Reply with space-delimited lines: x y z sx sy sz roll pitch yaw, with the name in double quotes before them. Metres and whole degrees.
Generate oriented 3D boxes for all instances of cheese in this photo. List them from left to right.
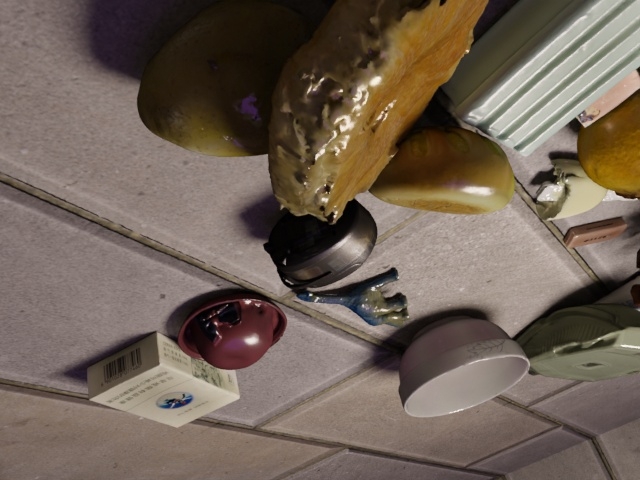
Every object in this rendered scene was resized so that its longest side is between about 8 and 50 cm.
"cheese" 0.459 -0.085 1.099 0.235 0.049 0.127 -4 142 -22

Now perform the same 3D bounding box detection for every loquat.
"loquat" 0.457 -0.149 0.927 0.172 0.149 0.204 -1 114 12

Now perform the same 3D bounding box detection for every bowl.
"bowl" 0.298 0.265 1.444 0.287 0.143 0.287 -12 146 -8

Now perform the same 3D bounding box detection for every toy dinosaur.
"toy dinosaur" 0.073 0.132 1.242 0.188 0.075 0.247 -13 152 7

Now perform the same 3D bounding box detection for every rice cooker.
"rice cooker" 0.000 0.000 0.954 0.165 0.112 0.106 -28 140 11

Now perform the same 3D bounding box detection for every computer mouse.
"computer mouse" 0.627 0.234 1.543 0.228 0.145 0.429 16 155 -20

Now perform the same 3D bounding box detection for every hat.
"hat" -0.151 0.174 1.155 0.206 0.089 0.205 -12 145 -8

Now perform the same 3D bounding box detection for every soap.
"soap" 0.292 -0.231 0.777 0.160 0.087 0.265 17 133 -40

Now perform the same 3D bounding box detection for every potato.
"potato" -0.094 -0.162 0.664 0.194 0.157 0.157 -6 150 19

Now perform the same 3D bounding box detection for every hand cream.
"hand cream" 0.748 0.125 1.526 0.133 0.083 0.248 10 148 -28

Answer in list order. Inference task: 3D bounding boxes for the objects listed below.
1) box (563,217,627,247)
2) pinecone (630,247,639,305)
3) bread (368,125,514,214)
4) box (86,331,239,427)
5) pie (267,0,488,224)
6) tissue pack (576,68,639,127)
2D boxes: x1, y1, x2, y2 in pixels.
"box" 0.529 -0.013 1.258 0.115 0.025 0.048 -11 144 -10
"pinecone" 0.766 0.073 1.192 0.398 0.397 0.397 -12 146 -8
"bread" 0.154 -0.092 0.856 0.214 0.104 0.213 4 179 0
"box" -0.293 0.273 1.249 0.164 0.069 0.256 -27 145 14
"pie" 0.063 -0.156 0.635 0.339 0.083 0.339 -52 168 -16
"tissue pack" 0.370 -0.210 0.869 0.094 0.058 0.074 -36 140 25
